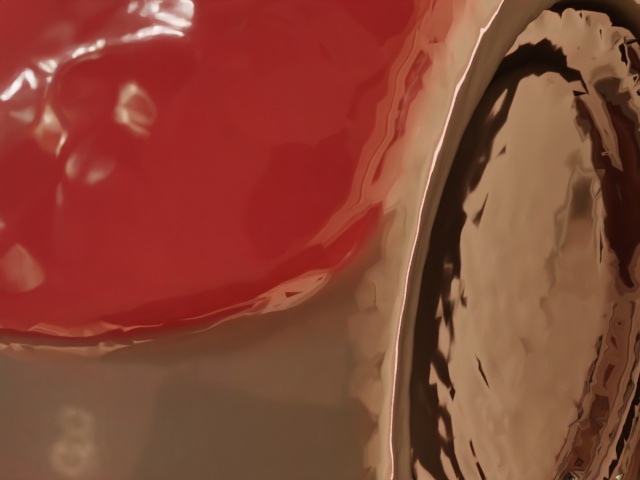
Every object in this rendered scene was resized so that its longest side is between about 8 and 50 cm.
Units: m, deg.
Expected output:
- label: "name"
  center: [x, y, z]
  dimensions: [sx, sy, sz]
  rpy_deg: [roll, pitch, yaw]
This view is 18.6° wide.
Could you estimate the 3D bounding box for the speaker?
- label: "speaker"
  center: [0.000, 0.000, 0.486]
  dimensions: [0.294, 0.294, 0.294]
  rpy_deg: [0, -90, 23]
